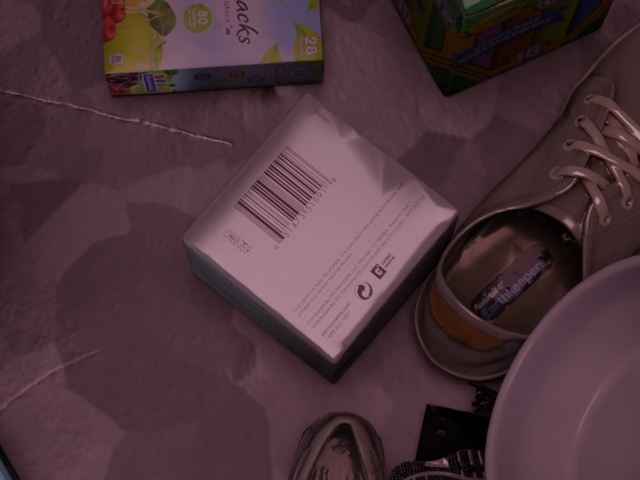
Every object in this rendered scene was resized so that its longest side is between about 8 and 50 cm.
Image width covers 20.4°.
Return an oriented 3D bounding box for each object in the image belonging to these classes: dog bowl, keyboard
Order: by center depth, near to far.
[{"bbox_3d":[0.261,0.149,1.443,0.104,0.265,0.265,32,76,-27],"label":"dog bowl"},{"bbox_3d":[0.186,0.186,1.610,0.192,0.038,0.100,12,100,2],"label":"keyboard"}]

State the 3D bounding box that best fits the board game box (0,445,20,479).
[{"bbox_3d":[-0.463,0.214,1.577,0.336,0.079,0.254,-31,78,-7],"label":"board game box"}]

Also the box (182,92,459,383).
[{"bbox_3d":[0.000,0.000,1.605,0.182,0.119,0.181,38,79,8],"label":"box"}]

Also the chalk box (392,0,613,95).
[{"bbox_3d":[0.159,-0.279,1.585,0.179,0.289,0.180,-25,77,-6],"label":"chalk box"}]

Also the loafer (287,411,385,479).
[{"bbox_3d":[0.002,0.306,1.533,0.112,0.111,0.319,2,76,1],"label":"loafer"}]

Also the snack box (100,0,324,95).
[{"bbox_3d":[-0.104,-0.235,1.689,0.207,0.070,0.174,-4,76,-2],"label":"snack box"}]

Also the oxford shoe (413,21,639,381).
[{"bbox_3d":[0.257,-0.055,1.614,0.169,0.130,0.449,41,79,11],"label":"oxford shoe"}]

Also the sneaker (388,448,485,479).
[{"bbox_3d":[0.111,0.211,1.586,0.109,0.044,0.040,-2,72,-9],"label":"sneaker"}]
